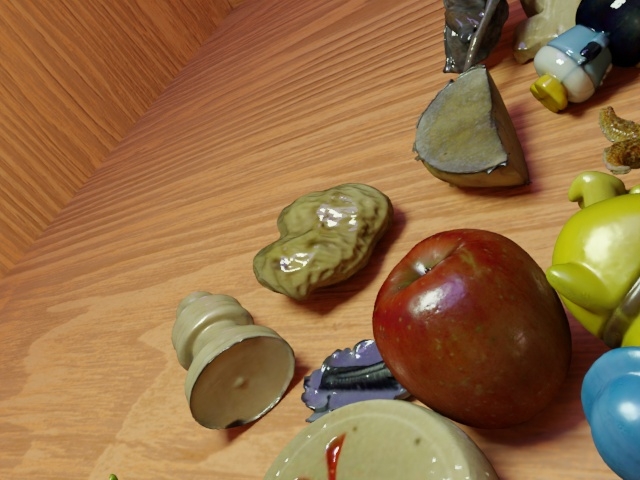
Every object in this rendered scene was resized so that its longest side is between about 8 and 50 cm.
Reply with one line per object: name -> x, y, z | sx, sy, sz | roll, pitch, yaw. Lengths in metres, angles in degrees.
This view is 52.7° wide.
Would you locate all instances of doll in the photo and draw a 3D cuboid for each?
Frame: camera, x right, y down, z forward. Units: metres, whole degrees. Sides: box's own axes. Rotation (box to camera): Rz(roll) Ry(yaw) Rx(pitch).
doll -> 0.282, 0.057, 0.521 | 0.199, 0.145, 0.363 | 12, 39, 5
doll -> 0.429, -0.309, 0.893 | 0.314, 0.141, 0.177 | -46, -3, 12

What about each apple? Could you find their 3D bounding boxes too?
apple -> 0.144, 0.081, 0.625 | 0.181, 0.168, 0.181 | -38, 19, 16

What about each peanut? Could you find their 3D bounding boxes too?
peanut -> 0.000, 0.000, 0.964 | 0.196, 0.110, 0.233 | -3, 45, 39

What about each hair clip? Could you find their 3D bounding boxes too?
hair clip -> 0.048, 0.158, 0.755 | 0.195, 0.052, 0.124 | -22, 27, 37

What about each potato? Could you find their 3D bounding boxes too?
potato -> 0.212, -0.131, 0.924 | 0.138, 0.098, 0.243 | -26, 37, 28

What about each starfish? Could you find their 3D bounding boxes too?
starfish -> 0.356, -0.084, 0.640 | 0.240, 0.043, 0.227 | -13, 32, -36

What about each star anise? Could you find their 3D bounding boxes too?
star anise -> 0.282, -0.408, 1.136 | 0.139, 0.360, 0.316 | 10, 22, 10

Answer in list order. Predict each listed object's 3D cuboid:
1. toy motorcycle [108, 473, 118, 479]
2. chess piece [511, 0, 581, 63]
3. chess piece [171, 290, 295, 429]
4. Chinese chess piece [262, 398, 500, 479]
toy motorcycle -> -0.288, 0.363, 0.754 | 0.342, 0.142, 0.206 | -14, -1, 37
chess piece -> 0.409, -0.431, 1.124 | 0.137, 0.137, 0.301 | -13, 49, 37
chess piece -> -0.151, 0.141, 0.950 | 0.307, 0.124, 0.139 | 36, 107, 64
Chinese chess piece -> 0.045, 0.262, 0.559 | 0.249, 0.103, 0.250 | -27, 33, 19
